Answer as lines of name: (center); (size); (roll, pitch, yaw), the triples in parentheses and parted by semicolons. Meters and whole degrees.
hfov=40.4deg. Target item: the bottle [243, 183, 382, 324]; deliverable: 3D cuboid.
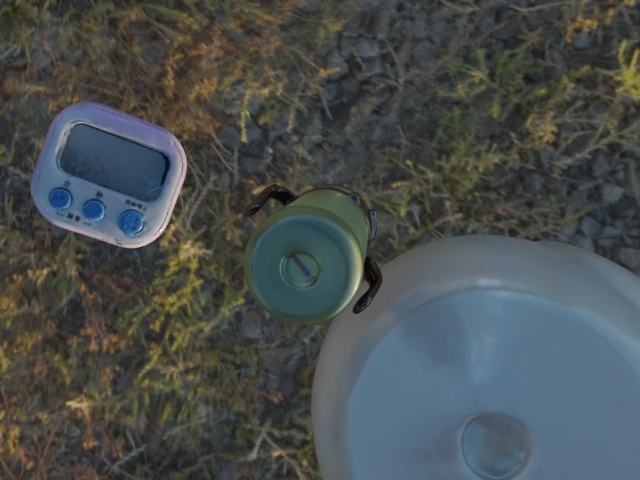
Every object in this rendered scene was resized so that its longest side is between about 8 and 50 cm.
bottle: (0.001, 0.002, 0.374); (0.047, 0.101, 0.063); (-20, 99, 13)

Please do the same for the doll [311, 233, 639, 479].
doll: (0.119, 0.112, 0.495); (0.251, 0.221, 0.221); (41, 95, 16)

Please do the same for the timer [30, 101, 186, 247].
timer: (-0.314, -0.096, 1.295); (0.208, 0.069, 0.191); (21, 87, -18)
